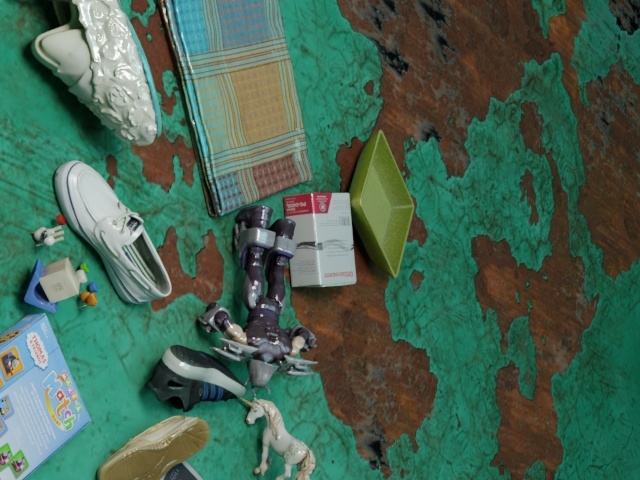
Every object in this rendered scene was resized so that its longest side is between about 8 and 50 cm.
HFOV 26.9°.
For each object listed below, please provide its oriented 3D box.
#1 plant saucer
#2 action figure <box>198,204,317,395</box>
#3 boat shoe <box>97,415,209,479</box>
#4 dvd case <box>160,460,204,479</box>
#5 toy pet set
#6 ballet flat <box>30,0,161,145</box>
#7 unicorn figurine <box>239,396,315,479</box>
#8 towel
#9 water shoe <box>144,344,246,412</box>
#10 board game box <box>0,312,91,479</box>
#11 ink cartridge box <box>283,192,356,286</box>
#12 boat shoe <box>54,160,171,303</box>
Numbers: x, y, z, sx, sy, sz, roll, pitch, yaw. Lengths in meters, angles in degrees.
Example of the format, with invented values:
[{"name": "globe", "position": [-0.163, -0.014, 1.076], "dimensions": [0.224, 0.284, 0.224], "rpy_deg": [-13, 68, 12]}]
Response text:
[{"name": "plant saucer", "position": [0.097, -0.060, 2.295], "dimensions": [0.188, 0.045, 0.188], "rpy_deg": [-73, 147, -43]}, {"name": "action figure", "position": [-0.084, 0.097, 1.983], "dimensions": [0.185, 0.099, 0.285], "rpy_deg": [23, 57, -35]}, {"name": "boat shoe", "position": [-0.231, 0.286, 1.806], "dimensions": [0.170, 0.059, 0.063], "rpy_deg": [-23, 113, -32]}, {"name": "dvd case", "position": [-0.190, 0.425, 1.871], "dimensions": [0.238, 0.029, 0.179], "rpy_deg": [55, 44, -36]}, {"name": "toy pet set", "position": [-0.338, 0.048, 1.705], "dimensions": [0.114, 0.065, 0.122], "rpy_deg": [-104, 173, -64]}, {"name": "ballet flat", "position": [-0.326, -0.306, 1.718], "dimensions": [0.147, 0.147, 0.409], "rpy_deg": [-29, 106, -52]}, {"name": "unicorn figurine", "position": [-0.066, 0.307, 2.008], "dimensions": [0.060, 0.162, 0.111], "rpy_deg": [-12, 123, -60]}, {"name": "towel", "position": [-0.120, -0.244, 2.049], "dimensions": [0.271, 0.040, 0.370], "rpy_deg": [-25, 106, -52]}, {"name": "water shoe", "position": [-0.181, 0.201, 1.895], "dimensions": [0.080, 0.073, 0.203], "rpy_deg": [-50, 149, 3]}, {"name": "board game box", "position": [-0.381, 0.208, 1.620], "dimensions": [0.211, 0.039, 0.160], "rpy_deg": [-41, 119, -48]}, {"name": "ink cartridge box", "position": [0.000, 0.000, 2.163], "dimensions": [0.109, 0.063, 0.150], "rpy_deg": [-2, 87, -55]}, {"name": "boat shoe", "position": [-0.265, -0.015, 1.781], "dimensions": [0.226, 0.076, 0.083], "rpy_deg": [60, 42, -30]}]
